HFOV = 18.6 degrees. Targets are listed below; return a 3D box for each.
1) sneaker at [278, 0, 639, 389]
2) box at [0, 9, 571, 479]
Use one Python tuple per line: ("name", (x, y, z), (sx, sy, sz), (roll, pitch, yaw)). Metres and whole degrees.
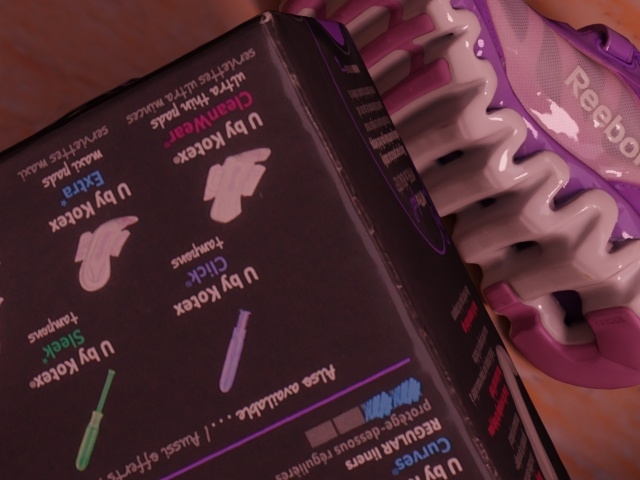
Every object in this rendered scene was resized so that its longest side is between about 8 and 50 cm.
("sneaker", (0.078, -0.058, 0.771), (0.104, 0.095, 0.236), (-44, 104, -30))
("box", (-0.005, 0.076, 0.641), (0.143, 0.165, 0.270), (-27, 91, 10))
